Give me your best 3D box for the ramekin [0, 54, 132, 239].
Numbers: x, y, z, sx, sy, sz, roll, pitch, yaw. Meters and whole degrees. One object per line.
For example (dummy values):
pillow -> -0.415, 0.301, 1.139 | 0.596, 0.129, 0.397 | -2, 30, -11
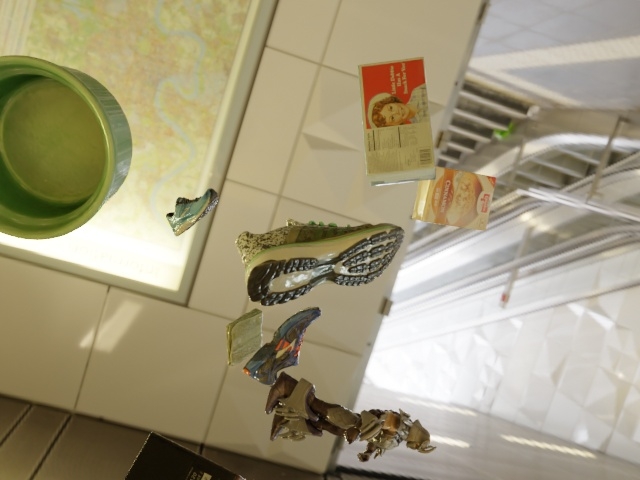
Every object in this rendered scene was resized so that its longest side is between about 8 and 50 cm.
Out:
ramekin -> -0.479, -0.164, 1.163 | 0.303, 0.304, 0.148 | 18, -165, 0

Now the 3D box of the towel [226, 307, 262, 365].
towel -> -0.178, 0.229, 1.584 | 0.027, 0.110, 0.148 | 6, -167, 23

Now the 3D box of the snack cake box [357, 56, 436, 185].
snack cake box -> 0.170, -0.265, 1.499 | 0.152, 0.265, 0.089 | -5, 167, 9

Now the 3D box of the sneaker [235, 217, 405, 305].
sneaker -> 0.000, 0.000, 1.441 | 0.410, 0.158, 0.182 | -10, -134, -31

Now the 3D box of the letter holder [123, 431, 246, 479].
letter holder -> -0.206, 0.456, 0.908 | 0.151, 0.302, 0.214 | 17, 154, 26

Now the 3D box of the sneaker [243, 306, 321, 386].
sneaker -> -0.071, 0.235, 1.492 | 0.087, 0.221, 0.083 | 42, -173, 3

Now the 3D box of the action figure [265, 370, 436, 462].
action figure -> 0.054, 0.311, 1.118 | 0.284, 0.099, 0.185 | 10, 146, 18

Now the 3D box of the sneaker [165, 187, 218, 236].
sneaker -> -0.308, -0.076, 1.565 | 0.073, 0.162, 0.063 | 52, -152, -5

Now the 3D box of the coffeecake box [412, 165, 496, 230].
coffeecake box -> 0.343, -0.109, 1.717 | 0.185, 0.143, 0.068 | 7, -173, -19
